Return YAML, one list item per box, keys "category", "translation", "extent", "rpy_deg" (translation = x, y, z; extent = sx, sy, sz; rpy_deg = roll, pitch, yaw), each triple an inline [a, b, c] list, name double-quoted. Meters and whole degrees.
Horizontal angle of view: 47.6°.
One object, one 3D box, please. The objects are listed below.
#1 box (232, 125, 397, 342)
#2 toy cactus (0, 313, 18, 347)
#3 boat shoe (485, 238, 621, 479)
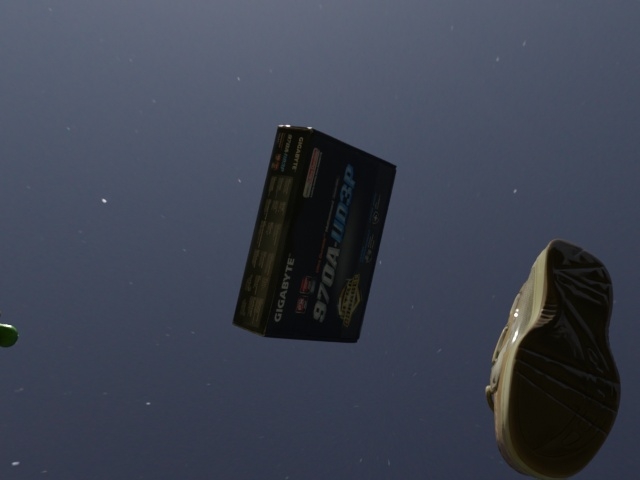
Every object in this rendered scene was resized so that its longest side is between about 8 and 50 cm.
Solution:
- category: "box"
  translation: [0.000, 0.000, 0.813]
  extent: [0.051, 0.175, 0.220]
  rpy_deg: [12, -92, 38]
- category: "toy cactus"
  translation: [-0.498, 0.091, 0.903]
  extent: [0.219, 0.180, 0.112]
  rpy_deg: [19, -127, 9]
- category: "boat shoe"
  translation: [0.114, 0.061, 0.369]
  extent: [0.056, 0.048, 0.153]
  rpy_deg: [28, -137, -2]
